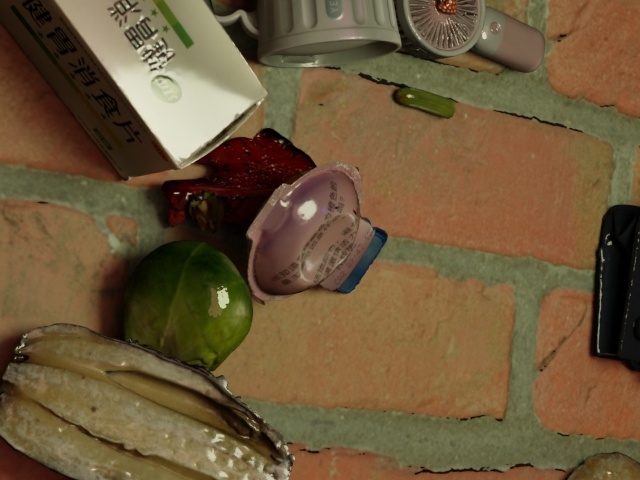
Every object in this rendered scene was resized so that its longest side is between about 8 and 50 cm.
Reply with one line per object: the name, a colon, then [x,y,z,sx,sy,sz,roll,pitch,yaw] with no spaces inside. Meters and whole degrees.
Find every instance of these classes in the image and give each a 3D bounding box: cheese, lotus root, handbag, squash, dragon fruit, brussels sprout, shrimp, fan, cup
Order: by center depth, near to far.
lotus root: [-0.185,0.204,1.433,0.329,0.078,0.167,26,74,-5]
brussels sprout: [-0.143,0.075,1.474,0.155,0.155,0.117,63,28,-13]
cheese: [0.000,0.000,1.529,0.189,0.074,0.286,-56,151,6]
dragon fruit: [-0.090,-0.069,1.531,0.192,0.092,0.123,-8,92,-30]
cup: [-0.020,-0.311,1.542,0.221,0.167,0.202,-4,87,-35]
squash: [0.133,-0.179,1.706,0.083,0.027,0.028,15,81,-29]
fan: [0.193,-0.281,1.718,0.244,0.074,0.130,17,79,-30]
shrimp: [0.351,0.412,1.794,0.317,0.077,0.168,-38,97,-30]
handbag: [0.541,0.096,1.891,0.325,0.118,0.269,9,84,-28]

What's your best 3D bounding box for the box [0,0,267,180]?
box: [-0.226,-0.236,1.409,0.145,0.173,0.333,-44,109,-25]
